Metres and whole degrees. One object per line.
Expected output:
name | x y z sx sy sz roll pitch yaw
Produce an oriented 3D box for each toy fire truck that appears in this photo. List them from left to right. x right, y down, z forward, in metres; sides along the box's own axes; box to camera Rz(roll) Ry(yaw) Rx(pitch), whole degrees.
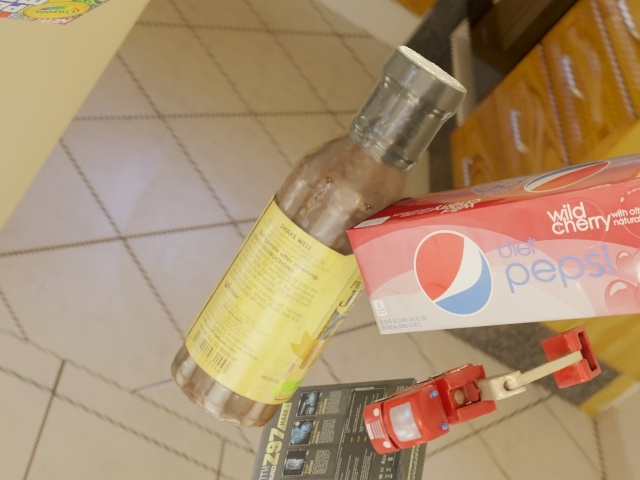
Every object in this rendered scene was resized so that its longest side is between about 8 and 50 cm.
toy fire truck | 0.142 0.129 0.927 0.192 0.135 0.047 -13 81 -49

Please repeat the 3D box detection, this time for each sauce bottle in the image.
sauce bottle | 0.000 0.000 0.901 0.111 0.344 0.111 30 18 -11

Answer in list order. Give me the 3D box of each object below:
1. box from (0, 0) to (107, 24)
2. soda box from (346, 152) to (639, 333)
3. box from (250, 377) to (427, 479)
box | -0.234 -0.316 0.858 0.290 0.279 0.177 -12 84 -59
soda box | 0.150 0.004 0.750 0.083 0.263 0.092 -29 103 -45
box | 0.012 0.262 1.129 0.059 0.183 0.232 53 39 -42
